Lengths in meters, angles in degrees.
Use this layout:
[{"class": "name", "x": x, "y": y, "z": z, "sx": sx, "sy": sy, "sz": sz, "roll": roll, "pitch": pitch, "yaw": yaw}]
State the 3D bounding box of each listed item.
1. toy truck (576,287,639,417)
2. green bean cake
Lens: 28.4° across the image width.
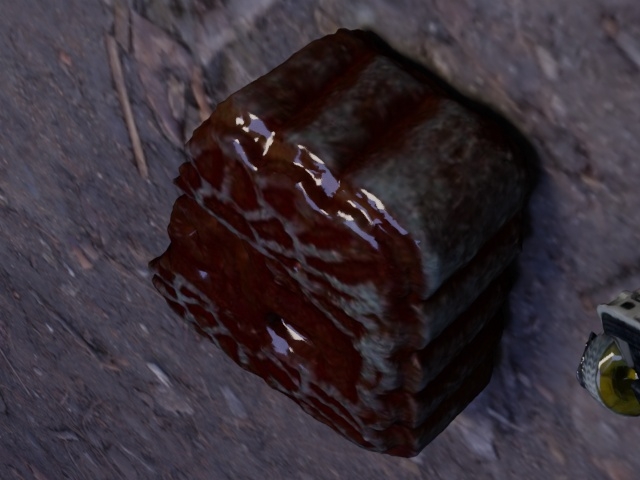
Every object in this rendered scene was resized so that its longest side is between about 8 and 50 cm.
[{"class": "toy truck", "x": 0.197, "y": 0.100, "z": 0.481, "sx": 0.227, "sy": 0.114, "sz": 0.098, "roll": 60, "pitch": 172, "yaw": -20}, {"class": "green bean cake", "x": 0.000, "y": 0.000, "z": 0.652, "sx": 0.198, "sy": 0.097, "sz": 0.233, "roll": 38, "pitch": 151, "yaw": 21}]
